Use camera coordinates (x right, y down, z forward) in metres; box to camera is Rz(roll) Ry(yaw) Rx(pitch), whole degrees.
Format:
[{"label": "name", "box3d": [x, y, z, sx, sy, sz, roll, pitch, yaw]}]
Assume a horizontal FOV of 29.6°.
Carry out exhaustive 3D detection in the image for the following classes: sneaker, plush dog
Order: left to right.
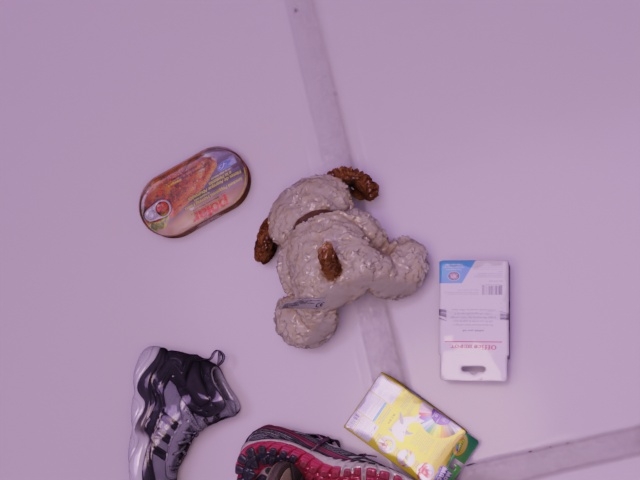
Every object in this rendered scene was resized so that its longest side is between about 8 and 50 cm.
[{"label": "sneaker", "box3d": [-0.205, 0.291, 1.845, 0.153, 0.101, 0.268, -4, 77, 13]}, {"label": "plush dog", "box3d": [0.000, 0.000, 1.829, 0.262, 0.210, 0.225, -31, 52, 5]}, {"label": "sneaker", "box3d": [0.029, 0.344, 1.792, 0.299, 0.112, 0.120, 21, 111, 2]}]

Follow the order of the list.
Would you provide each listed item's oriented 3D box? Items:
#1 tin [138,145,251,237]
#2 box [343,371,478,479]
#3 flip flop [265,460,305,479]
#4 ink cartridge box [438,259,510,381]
[{"label": "tin", "box3d": [-0.200, -0.075, 1.946, 0.190, 0.040, 0.106, -28, 72, 5]}, {"label": "box", "box3d": [0.138, 0.289, 1.811, 0.179, 0.043, 0.105, 35, 87, 17]}, {"label": "flip flop", "box3d": [-0.073, 0.436, 1.740, 0.080, 0.112, 0.277, 16, 126, 20]}, {"label": "ink cartridge box", "box3d": [0.230, 0.122, 1.812, 0.104, 0.060, 0.180, 0, 80, 11]}]
